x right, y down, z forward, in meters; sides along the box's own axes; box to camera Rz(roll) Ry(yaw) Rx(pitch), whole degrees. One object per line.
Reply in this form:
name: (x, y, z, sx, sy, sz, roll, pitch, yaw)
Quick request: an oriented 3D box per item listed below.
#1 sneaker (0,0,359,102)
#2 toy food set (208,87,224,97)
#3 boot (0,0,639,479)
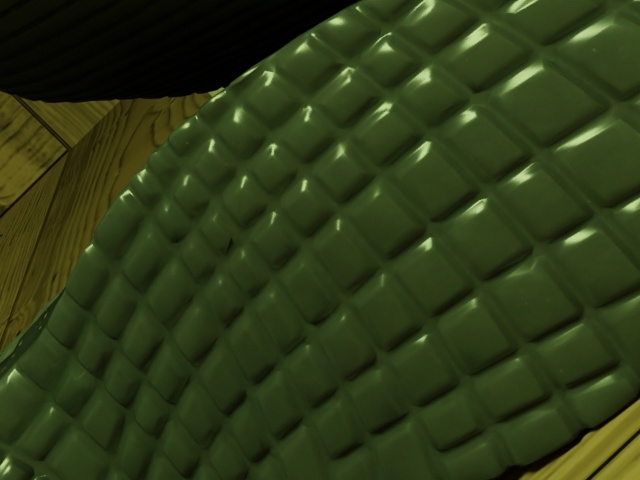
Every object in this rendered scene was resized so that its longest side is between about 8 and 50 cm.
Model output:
sneaker: (-0.002, -0.124, 0.518, 0.122, 0.146, 0.330, -16, -1, 40)
toy food set: (-0.054, -0.117, 0.856, 0.092, 0.220, 0.306, -45, 12, -5)
boot: (0.000, 0.000, 0.545, 0.338, 0.118, 0.222, -33, 9, 27)
